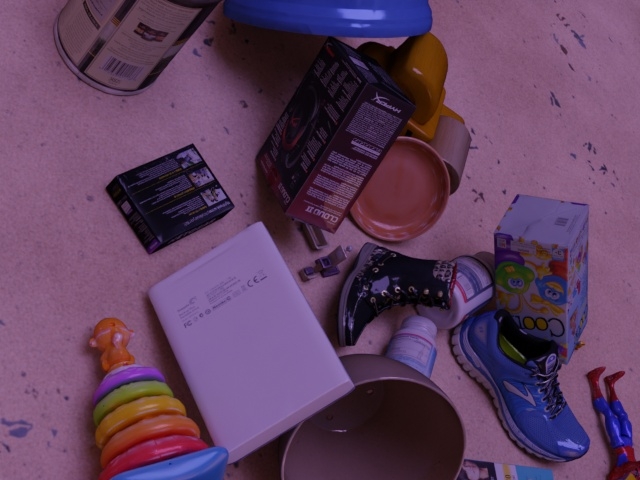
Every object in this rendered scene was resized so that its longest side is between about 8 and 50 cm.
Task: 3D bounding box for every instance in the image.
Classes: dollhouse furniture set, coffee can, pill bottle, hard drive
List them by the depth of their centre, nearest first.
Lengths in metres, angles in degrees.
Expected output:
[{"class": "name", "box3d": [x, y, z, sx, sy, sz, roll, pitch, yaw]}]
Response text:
[{"class": "hard drive", "box3d": [-0.110, 0.143, 1.616, 0.319, 0.210, 0.040, 59, 2, 36]}, {"class": "coffee can", "box3d": [-0.293, -0.395, 1.809, 0.201, 0.275, 0.201, 20, 53, -28]}, {"class": "pill bottle", "box3d": [0.154, 0.210, 1.913, 0.087, 0.087, 0.160, 37, 46, -14]}, {"class": "dollhouse furniture set", "box3d": [0.000, 0.000, 1.928, 0.091, 0.081, 0.114, -12, 72, -42]}, {"class": "pill bottle", "box3d": [0.267, 0.087, 2.066, 0.180, 0.108, 0.108, -26, 81, -45]}]

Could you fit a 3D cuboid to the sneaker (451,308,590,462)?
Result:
[{"class": "sneaker", "box3d": [0.388, 0.266, 2.021, 0.330, 0.147, 0.130, 50, 45, -2]}]

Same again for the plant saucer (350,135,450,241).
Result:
[{"class": "plant saucer", "box3d": [0.143, -0.098, 2.059, 0.200, 0.200, 0.037, 35, 5, -16]}]

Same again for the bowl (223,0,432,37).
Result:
[{"class": "bowl", "box3d": [0.015, -0.448, 2.047, 0.391, 0.391, 0.077, -15, 117, -43]}]

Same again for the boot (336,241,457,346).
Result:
[{"class": "boot", "box3d": [0.133, 0.099, 1.908, 0.178, 0.085, 0.236, 9, 42, 15]}]

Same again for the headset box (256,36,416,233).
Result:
[{"class": "headset box", "box3d": [0.011, -0.171, 1.886, 0.110, 0.293, 0.218, 22, 21, -29]}]

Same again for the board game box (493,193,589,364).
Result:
[{"class": "board game box", "box3d": [0.416, 0.073, 2.063, 0.144, 0.142, 0.275, -51, 142, -45]}]

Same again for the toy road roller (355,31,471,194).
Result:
[{"class": "toy road roller", "box3d": [0.183, -0.252, 2.118, 0.329, 0.240, 0.202, 34, 48, -17]}]

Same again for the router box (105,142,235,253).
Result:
[{"class": "router box", "box3d": [-0.244, -0.071, 1.806, 0.179, 0.046, 0.133, -30, 84, -45]}]

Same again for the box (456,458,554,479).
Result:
[{"class": "box", "box3d": [0.305, 0.441, 1.905, 0.244, 0.060, 0.100, 13, 56, -32]}]

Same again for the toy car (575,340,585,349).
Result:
[{"class": "toy car", "box3d": [0.490, 0.175, 2.232, 0.122, 0.040, 0.060, 23, 51, -25]}]

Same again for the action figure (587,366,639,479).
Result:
[{"class": "action figure", "box3d": [0.611, 0.374, 2.142, 0.091, 0.139, 0.280, 14, 58, -30]}]

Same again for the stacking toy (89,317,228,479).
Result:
[{"class": "stacking toy", "box3d": [-0.261, 0.237, 1.544, 0.175, 0.166, 0.302, -13, 58, -24]}]

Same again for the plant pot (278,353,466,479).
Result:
[{"class": "plant pot", "box3d": [0.059, 0.284, 1.696, 0.284, 0.284, 0.191, 25, 16, -24]}]

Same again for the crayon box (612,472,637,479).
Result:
[{"class": "crayon box", "box3d": [0.526, 0.639, 1.924, 0.363, 0.106, 0.313, -30, 83, -45]}]
